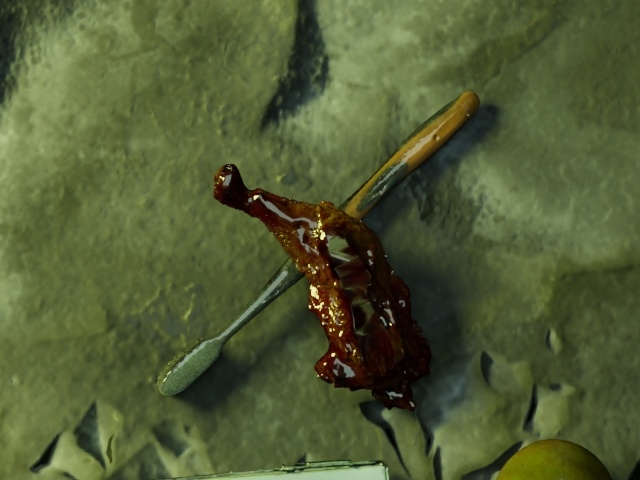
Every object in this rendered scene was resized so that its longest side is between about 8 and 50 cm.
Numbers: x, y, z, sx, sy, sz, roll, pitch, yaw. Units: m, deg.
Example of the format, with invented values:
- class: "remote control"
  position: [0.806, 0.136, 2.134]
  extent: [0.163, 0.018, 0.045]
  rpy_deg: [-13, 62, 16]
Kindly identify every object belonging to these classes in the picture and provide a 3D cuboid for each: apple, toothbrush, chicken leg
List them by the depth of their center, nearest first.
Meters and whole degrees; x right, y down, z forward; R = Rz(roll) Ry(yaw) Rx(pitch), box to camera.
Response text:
- class: "apple"
  position: [0.164, 0.183, 1.300]
  extent: [0.089, 0.074, 0.089]
  rpy_deg: [0, 90, -17]
- class: "chicken leg"
  position: [0.010, 0.028, 1.324]
  extent: [0.089, 0.048, 0.219]
  rpy_deg: [-32, 97, -16]
- class: "toothbrush"
  position: [0.001, 0.000, 1.362]
  extent: [0.321, 0.031, 0.023]
  rpy_deg: [-42, 109, -8]

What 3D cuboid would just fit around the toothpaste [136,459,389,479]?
- class: "toothpaste"
  position: [-0.105, 0.205, 1.300]
  extent: [0.313, 0.071, 0.089]
  rpy_deg: [-4, 81, -1]
